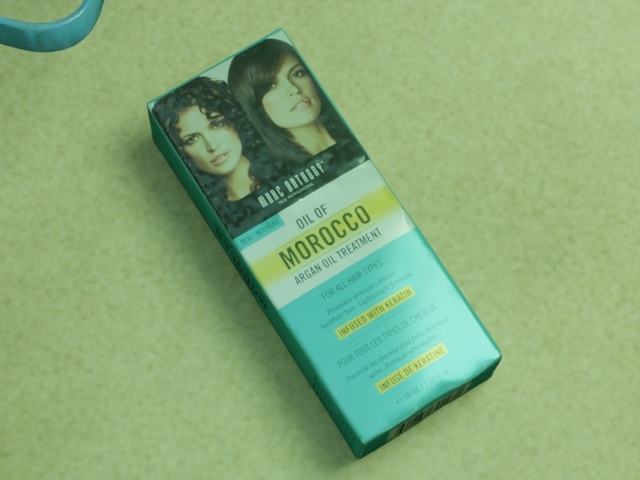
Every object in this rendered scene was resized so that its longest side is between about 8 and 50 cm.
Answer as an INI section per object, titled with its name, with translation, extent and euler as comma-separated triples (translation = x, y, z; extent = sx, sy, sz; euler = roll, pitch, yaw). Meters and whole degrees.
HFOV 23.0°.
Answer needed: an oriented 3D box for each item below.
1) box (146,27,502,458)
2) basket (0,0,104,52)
[box]
translation = 0.000, 0.000, 0.945
extent = 0.100, 0.060, 0.244
euler = -31, 76, -10
[basket]
translation = -0.216, -0.257, 0.940
extent = 0.255, 0.201, 0.289
euler = 16, 61, 5
